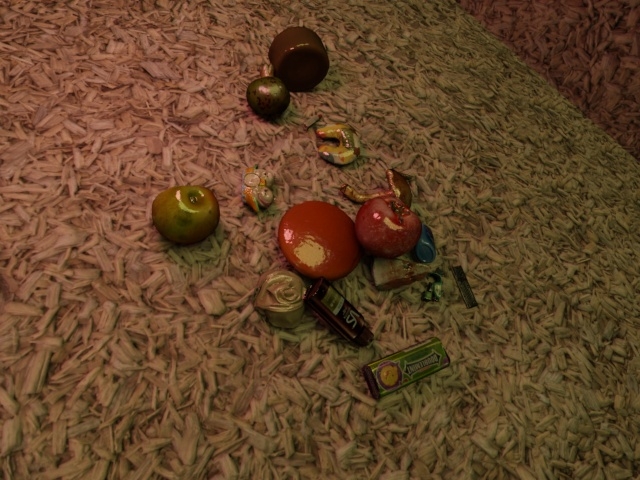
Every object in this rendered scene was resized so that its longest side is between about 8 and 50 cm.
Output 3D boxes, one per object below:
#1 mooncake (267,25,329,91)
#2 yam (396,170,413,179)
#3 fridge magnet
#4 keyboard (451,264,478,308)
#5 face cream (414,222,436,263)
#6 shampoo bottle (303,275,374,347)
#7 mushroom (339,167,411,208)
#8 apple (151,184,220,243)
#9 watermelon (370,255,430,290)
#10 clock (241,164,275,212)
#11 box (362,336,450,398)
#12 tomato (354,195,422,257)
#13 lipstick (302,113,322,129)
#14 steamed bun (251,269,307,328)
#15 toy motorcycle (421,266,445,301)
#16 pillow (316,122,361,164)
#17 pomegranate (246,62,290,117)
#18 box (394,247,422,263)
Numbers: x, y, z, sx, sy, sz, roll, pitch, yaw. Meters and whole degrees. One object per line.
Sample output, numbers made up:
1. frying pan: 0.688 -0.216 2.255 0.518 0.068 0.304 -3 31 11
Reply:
1. mooncake: -0.106 -0.872 1.926 0.285 0.284 0.155 -5 67 -21
2. yam: 0.404 -0.326 2.002 0.130 0.027 0.033 13 24 -11
3. fridge magnet: 0.000 0.000 1.637 0.364 0.155 0.363 10 60 -18
4. keyboard: 0.668 0.214 1.862 0.067 0.011 0.202 -10 71 -24
5. face cream: 0.463 0.003 1.786 0.148 0.083 0.264 64 20 -17
6. shampoo bottle: 0.078 0.285 1.529 0.323 0.084 0.129 47 52 -18
7. mushroom: 0.281 -0.218 1.865 0.302 0.232 0.208 5 43 31
8. apple: -0.496 -0.114 1.486 0.247 0.226 0.245 9 64 -18
9. watermelon: 0.334 0.133 1.678 0.242 0.094 0.153 -5 93 8
10. clock: -0.260 -0.221 1.684 0.144 0.103 0.230 2 65 -9
11. box: 0.343 0.494 1.575 0.346 0.097 0.134 -13 74 -24
12. tomato: 0.264 -0.047 1.622 0.271 0.227 0.270 20 34 -14
13. lipstick: -0.033 -0.589 1.968 0.030 0.030 0.129 45 61 4
14. steamed bun: -0.144 0.207 1.509 0.211 0.144 0.217 21 61 -8
15. toy motorcycle: 0.505 0.193 1.790 0.100 0.058 0.173 15 65 -6
16. pillow: 0.088 -0.464 1.933 0.215 0.086 0.233 0 69 -7
17. pomegranate: -0.240 -0.690 1.842 0.202 0.202 0.247 -2 92 -20
18. box: 0.325 0.028 1.788 0.135 0.079 0.269 -29 79 -27
